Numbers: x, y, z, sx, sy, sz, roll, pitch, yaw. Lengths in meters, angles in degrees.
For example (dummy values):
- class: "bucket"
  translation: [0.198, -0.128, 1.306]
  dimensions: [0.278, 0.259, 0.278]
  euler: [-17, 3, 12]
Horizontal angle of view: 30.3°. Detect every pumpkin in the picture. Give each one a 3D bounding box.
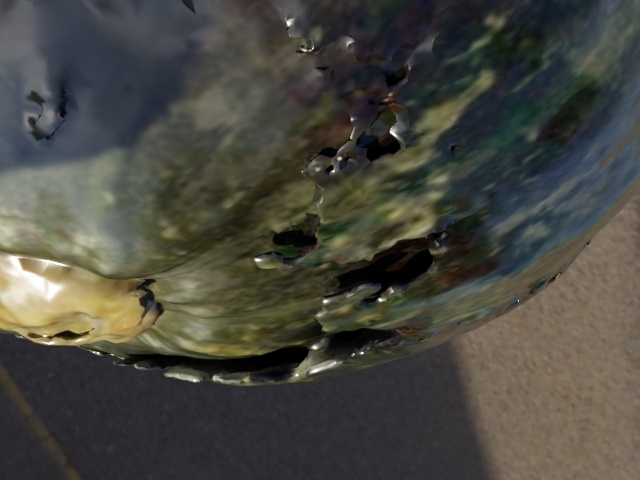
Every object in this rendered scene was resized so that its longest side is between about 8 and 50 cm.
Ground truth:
- class: "pumpkin"
  translation: [-0.068, -0.119, 0.504]
  dimensions: [0.454, 0.454, 0.344]
  euler: [55, 40, -47]
